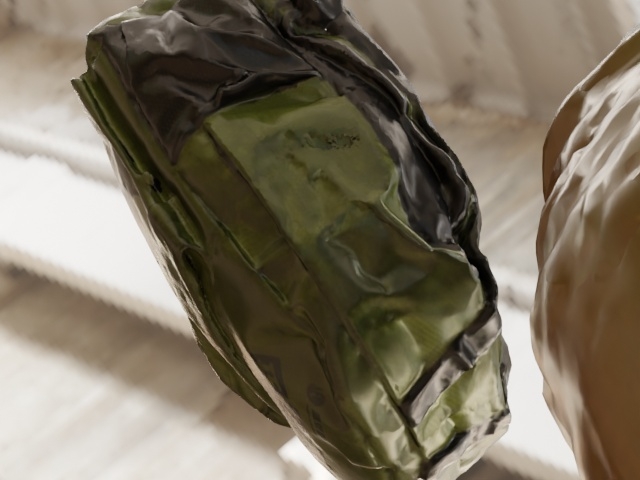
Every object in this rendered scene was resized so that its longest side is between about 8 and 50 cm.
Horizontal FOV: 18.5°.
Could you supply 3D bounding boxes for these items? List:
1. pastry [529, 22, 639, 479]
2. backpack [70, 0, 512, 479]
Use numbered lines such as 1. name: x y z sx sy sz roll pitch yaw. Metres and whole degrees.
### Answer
1. pastry: 0.233 0.069 0.535 0.409 0.245 0.409 48 20 -24
2. backpack: 0.000 0.000 0.889 0.253 0.140 0.207 53 -9 39
